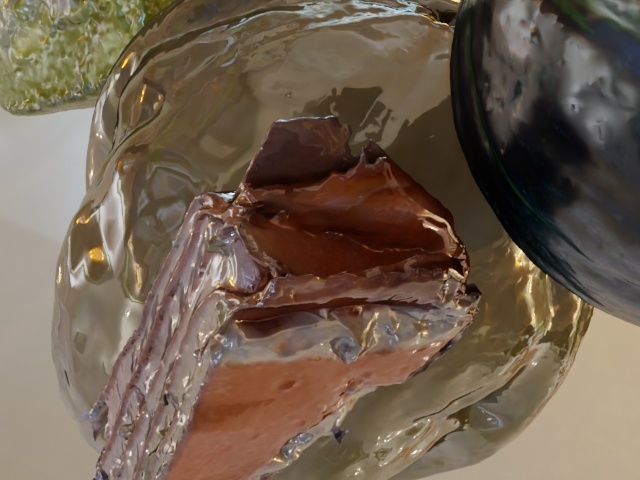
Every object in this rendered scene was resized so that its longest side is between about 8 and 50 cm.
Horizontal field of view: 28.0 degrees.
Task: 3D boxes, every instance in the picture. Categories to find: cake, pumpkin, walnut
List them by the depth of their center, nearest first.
[{"bbox_3d":[0.169,-0.113,0.530,0.238,0.315,0.315,23,-139,1],"label":"pumpkin"},{"bbox_3d":[-0.032,0.063,0.576,0.135,0.287,0.098,-1,-124,-39],"label":"cake"},{"bbox_3d":[0.000,0.000,0.828,0.381,0.381,0.381,11,-138,-10],"label":"walnut"},{"bbox_3d":[-0.178,-0.201,1.035,0.156,0.260,0.179,-14,-84,-45],"label":"cake"}]
